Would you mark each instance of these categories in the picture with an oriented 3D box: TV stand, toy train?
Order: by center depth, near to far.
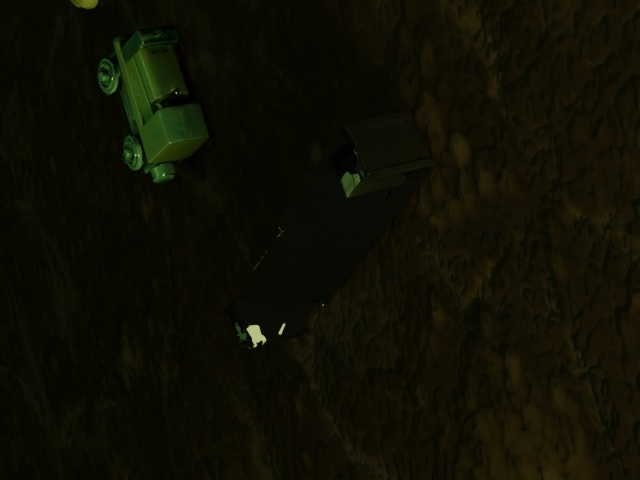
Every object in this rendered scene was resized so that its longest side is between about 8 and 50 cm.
[{"bbox_3d":[0.000,0.000,1.180,0.040,0.049,0.256,66,151,18],"label":"TV stand"},{"bbox_3d":[-0.129,-0.106,1.387,0.081,0.050,0.122,-35,69,57],"label":"toy train"}]

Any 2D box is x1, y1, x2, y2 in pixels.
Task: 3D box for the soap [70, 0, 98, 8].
[{"bbox_3d":[-0.021,-0.327,0.885,0.306,0.115,0.427,-76,8,-58],"label":"soap"}]
